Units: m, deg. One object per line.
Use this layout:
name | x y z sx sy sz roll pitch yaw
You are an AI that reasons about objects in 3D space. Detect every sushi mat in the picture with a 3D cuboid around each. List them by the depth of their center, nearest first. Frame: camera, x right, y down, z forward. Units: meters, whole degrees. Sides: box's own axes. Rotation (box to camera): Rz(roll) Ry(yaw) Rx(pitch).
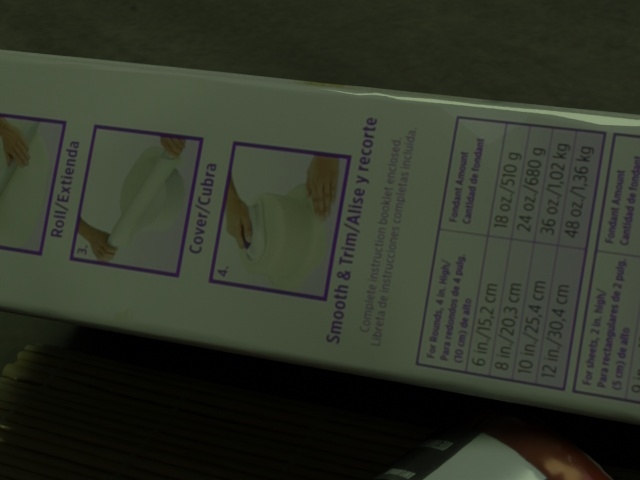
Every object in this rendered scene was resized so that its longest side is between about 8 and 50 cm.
sushi mat | -0.025 0.113 0.569 0.317 0.019 0.151 10 34 23

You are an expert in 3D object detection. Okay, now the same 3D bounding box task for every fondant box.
fondant box | 0.000 0.000 0.563 0.330 0.096 0.238 7 -3 20

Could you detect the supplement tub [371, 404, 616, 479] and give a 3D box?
supplement tub | 0.008 0.142 0.420 0.198 0.106 0.106 -34 41 -22
